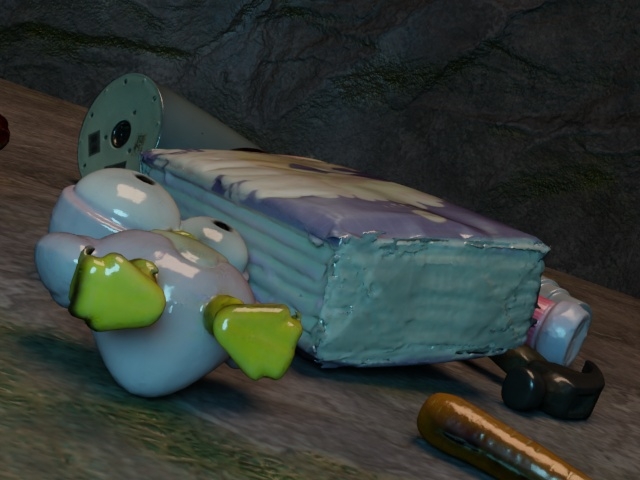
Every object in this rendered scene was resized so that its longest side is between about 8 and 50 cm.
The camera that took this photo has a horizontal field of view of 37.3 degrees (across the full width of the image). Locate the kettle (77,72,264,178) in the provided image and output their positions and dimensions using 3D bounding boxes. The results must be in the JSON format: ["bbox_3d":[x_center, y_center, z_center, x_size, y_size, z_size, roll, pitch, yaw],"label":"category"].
[{"bbox_3d":[-0.200,-0.100,1.275,0.211,0.160,0.243,-11,-20,35],"label":"kettle"}]

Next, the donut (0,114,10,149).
[{"bbox_3d":[-0.391,-0.113,0.820,0.235,0.089,0.235,28,15,-8],"label":"donut"}]

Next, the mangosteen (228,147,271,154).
[{"bbox_3d":[-0.091,-0.058,1.169,0.140,0.140,0.140,19,7,-2],"label":"mangosteen"}]

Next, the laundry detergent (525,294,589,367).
[{"bbox_3d":[0.159,0.057,1.156,0.335,0.087,0.159,24,4,28],"label":"laundry detergent"}]

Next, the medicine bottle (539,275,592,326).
[{"bbox_3d":[0.226,0.050,1.284,0.110,0.110,0.352,15,7,-32],"label":"medicine bottle"}]

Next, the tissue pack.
[{"bbox_3d":[0.000,0.000,0.874,0.242,0.125,0.344,0,16,-37],"label":"tissue pack"}]

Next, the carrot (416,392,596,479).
[{"bbox_3d":[0.143,0.150,0.590,0.190,0.037,0.037,27,9,27],"label":"carrot"}]

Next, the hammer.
[{"bbox_3d":[0.113,0.052,1.003,0.168,0.044,0.440,14,17,-44],"label":"hammer"}]

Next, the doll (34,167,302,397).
[{"bbox_3d":[-0.108,0.022,0.635,0.160,0.094,0.365,21,7,-15],"label":"doll"}]
